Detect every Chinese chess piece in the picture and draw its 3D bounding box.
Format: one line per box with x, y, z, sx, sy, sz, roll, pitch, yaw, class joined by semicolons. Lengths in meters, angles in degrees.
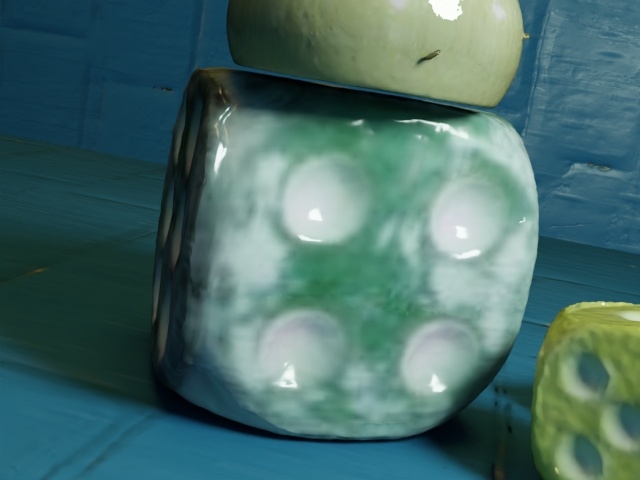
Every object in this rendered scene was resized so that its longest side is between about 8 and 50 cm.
0.050;-0.189;0.786;0.274;0.102;0.273;9;11;-2;Chinese chess piece

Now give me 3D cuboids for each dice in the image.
0.000;0.000;0.919;0.348;0.327;0.330;6;10;-21;dice
0.293;0.148;0.762;0.169;0.169;0.166;5;5;36;dice
